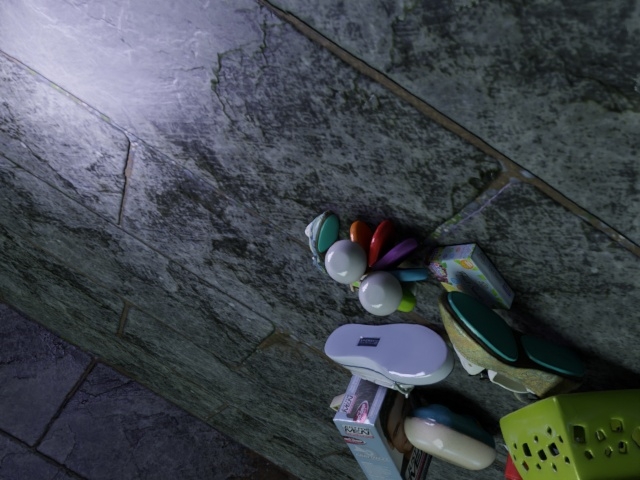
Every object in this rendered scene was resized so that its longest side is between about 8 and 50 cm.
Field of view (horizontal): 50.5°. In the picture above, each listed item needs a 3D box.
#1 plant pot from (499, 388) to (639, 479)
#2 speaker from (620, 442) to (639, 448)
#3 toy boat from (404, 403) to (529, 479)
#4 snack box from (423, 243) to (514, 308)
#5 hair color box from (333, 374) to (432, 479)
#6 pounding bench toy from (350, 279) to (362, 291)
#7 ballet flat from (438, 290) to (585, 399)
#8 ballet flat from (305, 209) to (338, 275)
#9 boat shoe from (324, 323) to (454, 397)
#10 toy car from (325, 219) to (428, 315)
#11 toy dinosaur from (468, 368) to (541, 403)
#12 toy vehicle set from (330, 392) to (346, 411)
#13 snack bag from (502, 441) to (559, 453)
[{"bbox_3d":[0.493,0.401,1.244,0.227,0.207,0.228,-1,156,-14],"label":"plant pot"},{"bbox_3d":[0.662,0.459,1.423,0.055,0.055,0.136,7,143,35],"label":"speaker"},{"bbox_3d":[0.375,0.470,1.624,0.267,0.148,0.318,34,158,-35],"label":"toy boat"},{"bbox_3d":[0.261,0.066,1.187,0.100,0.037,0.141,-9,134,47],"label":"snack box"},{"bbox_3d":[0.173,0.493,1.727,0.114,0.185,0.374,-1,133,31],"label":"hair color box"},{"bbox_3d":[0.088,0.064,1.324,0.065,0.052,0.083,16,148,24],"label":"pounding bench toy"},{"bbox_3d":[0.317,0.201,1.199,0.349,0.123,0.123,26,155,-25],"label":"ballet flat"},{"bbox_3d":[0.000,0.000,1.298,0.070,0.070,0.188,19,146,19],"label":"ballet flat"},{"bbox_3d":[0.172,0.281,1.505,0.367,0.136,0.156,-5,135,50],"label":"boat shoe"},{"bbox_3d":[0.110,0.039,1.185,0.182,0.136,0.159,43,-164,17],"label":"toy car"},{"bbox_3d":[0.377,0.277,1.395,0.118,0.064,0.268,2,144,30],"label":"toy dinosaur"},{"bbox_3d":[0.151,0.490,1.950,0.166,0.035,0.267,34,151,-8],"label":"toy vehicle set"},{"bbox_3d":[0.648,0.603,1.644,0.343,0.037,0.323,3,141,52],"label":"snack bag"}]
